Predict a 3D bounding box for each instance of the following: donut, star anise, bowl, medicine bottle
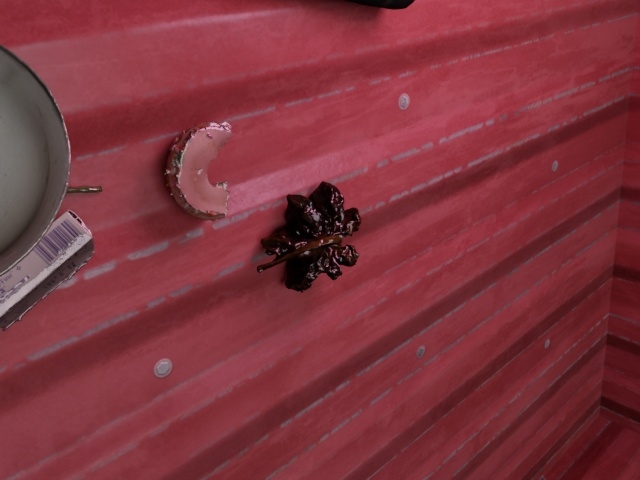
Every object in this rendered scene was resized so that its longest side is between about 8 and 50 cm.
[{"bbox_3d":[-0.204,-0.111,0.870,0.117,0.065,0.166,-7,107,-41],"label":"donut"},{"bbox_3d":[0.000,0.000,1.043,0.190,0.125,0.220,32,79,-45],"label":"star anise"},{"bbox_3d":[-0.439,-0.075,0.602,0.313,0.146,0.314,3,80,-15],"label":"bowl"},{"bbox_3d":[-0.367,0.045,0.691,0.052,0.201,0.171,48,71,-11],"label":"medicine bottle"}]

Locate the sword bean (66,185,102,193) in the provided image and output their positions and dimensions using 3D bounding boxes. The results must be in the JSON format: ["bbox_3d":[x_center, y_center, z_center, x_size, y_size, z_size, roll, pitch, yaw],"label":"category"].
[{"bbox_3d":[-0.360,-0.074,0.783,0.083,0.012,0.012,-4,106,-40],"label":"sword bean"}]

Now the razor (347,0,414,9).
[{"bbox_3d":[0.044,-0.527,0.920,0.348,0.113,0.205,-4,105,-38],"label":"razor"}]
